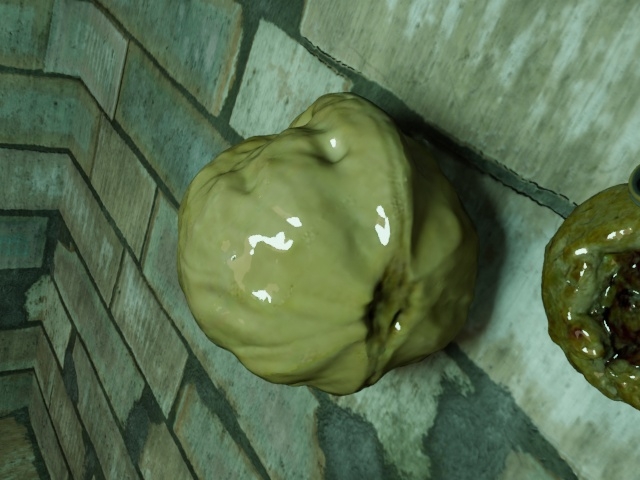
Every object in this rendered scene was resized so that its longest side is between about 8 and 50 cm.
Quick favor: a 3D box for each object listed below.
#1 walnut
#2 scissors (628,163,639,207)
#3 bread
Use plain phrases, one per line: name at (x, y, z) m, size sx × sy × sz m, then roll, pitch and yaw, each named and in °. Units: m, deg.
walnut at (-0.002, 0.004, 0.751) m, size 0.384 × 0.384 × 0.383 m, roll 4°, pitch 95°, yaw 51°
scissors at (0.335, -0.120, 0.521) m, size 0.088 × 0.017 × 0.220 m, roll 12°, pitch 71°, yaw 44°
bread at (0.308, 0.051, 0.563) m, size 0.230 × 0.123 × 0.230 m, roll -2°, pitch 88°, yaw 51°
